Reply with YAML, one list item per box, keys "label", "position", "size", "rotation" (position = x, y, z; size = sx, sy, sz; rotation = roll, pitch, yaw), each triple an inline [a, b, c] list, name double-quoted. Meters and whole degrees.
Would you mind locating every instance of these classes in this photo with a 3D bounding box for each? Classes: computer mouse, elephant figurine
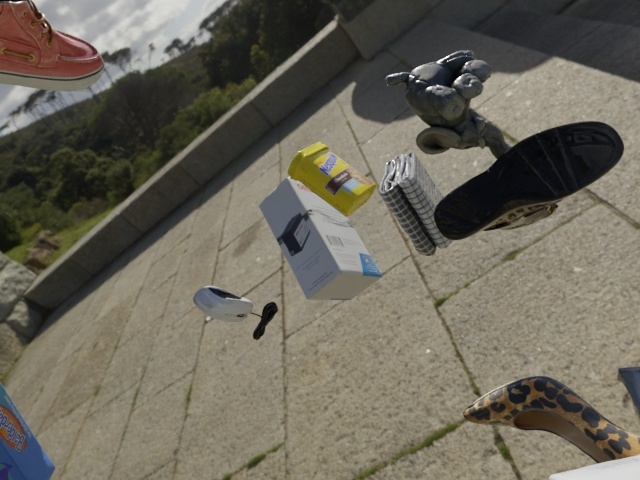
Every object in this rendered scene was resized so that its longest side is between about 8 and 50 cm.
- label: "computer mouse"
  position: [-0.188, 0.158, 1.059]
  size: [0.106, 0.193, 0.042]
  rotation: [-53, 32, 23]
- label: "elephant figurine"
  position: [0.272, -0.247, 0.992]
  size: [0.169, 0.239, 0.186]
  rotation: [-32, 53, -1]

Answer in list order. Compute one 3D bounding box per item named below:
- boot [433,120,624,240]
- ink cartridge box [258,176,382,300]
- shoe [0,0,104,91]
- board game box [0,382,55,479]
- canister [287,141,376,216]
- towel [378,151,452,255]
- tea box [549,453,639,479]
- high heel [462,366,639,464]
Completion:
- label: "boot"
  position: [0.464, -0.116, 1.047]
  size: [0.377, 0.138, 0.284]
  rotation: [-35, -18, 35]
- label: "ink cartridge box"
  position: [0.000, 0.000, 1.297]
  size: [0.129, 0.223, 0.307]
  rotation: [-40, 64, 24]
- label: "shoe"
  position: [-0.263, -0.187, 0.431]
  size: [0.081, 0.063, 0.178]
  rotation: [-44, -10, 31]
- label: "board game box"
  position: [-0.442, 0.230, 0.571]
  size: [0.160, 0.210, 0.047]
  rotation: [-8, 28, 4]
- label: "canister"
  position: [0.029, -0.139, 1.096]
  size: [0.126, 0.170, 0.073]
  rotation: [-38, -18, -49]
- label: "towel"
  position: [0.271, -0.112, 1.383]
  size: [0.121, 0.235, 0.283]
  rotation: [-30, 18, 22]
- label: "tea box"
  position: [0.428, 0.288, 0.351]
  size: [0.323, 0.329, 0.219]
  rotation: [138, 126, -71]
- label: "high heel"
  position: [0.325, 0.278, 0.637]
  size: [0.261, 0.093, 0.186]
  rotation: [-19, 46, 25]
